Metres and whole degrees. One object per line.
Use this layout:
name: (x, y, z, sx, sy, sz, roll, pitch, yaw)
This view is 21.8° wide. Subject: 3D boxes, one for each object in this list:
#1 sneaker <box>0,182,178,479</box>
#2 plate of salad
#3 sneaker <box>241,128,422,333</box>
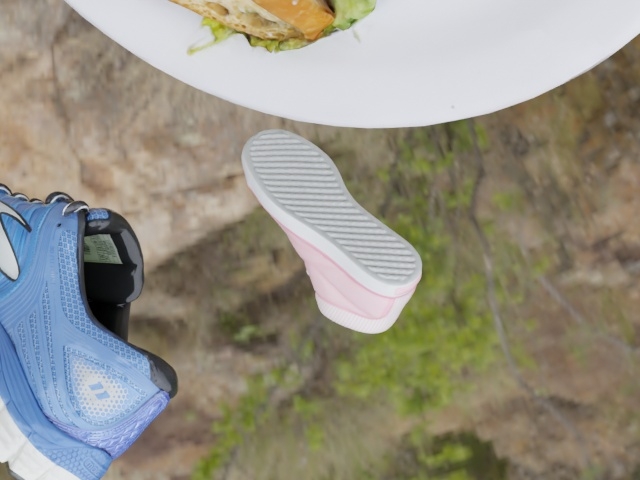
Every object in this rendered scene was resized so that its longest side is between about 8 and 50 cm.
sneaker: (-0.194, 0.021, 1.115, 0.147, 0.330, 0.130, -35, 148, -3)
plate of salad: (-0.010, -0.108, 0.315, 0.200, 0.048, 0.200, 13, 123, 21)
sneaker: (0.000, 0.000, 0.951, 0.051, 0.134, 0.070, -33, 155, -29)
